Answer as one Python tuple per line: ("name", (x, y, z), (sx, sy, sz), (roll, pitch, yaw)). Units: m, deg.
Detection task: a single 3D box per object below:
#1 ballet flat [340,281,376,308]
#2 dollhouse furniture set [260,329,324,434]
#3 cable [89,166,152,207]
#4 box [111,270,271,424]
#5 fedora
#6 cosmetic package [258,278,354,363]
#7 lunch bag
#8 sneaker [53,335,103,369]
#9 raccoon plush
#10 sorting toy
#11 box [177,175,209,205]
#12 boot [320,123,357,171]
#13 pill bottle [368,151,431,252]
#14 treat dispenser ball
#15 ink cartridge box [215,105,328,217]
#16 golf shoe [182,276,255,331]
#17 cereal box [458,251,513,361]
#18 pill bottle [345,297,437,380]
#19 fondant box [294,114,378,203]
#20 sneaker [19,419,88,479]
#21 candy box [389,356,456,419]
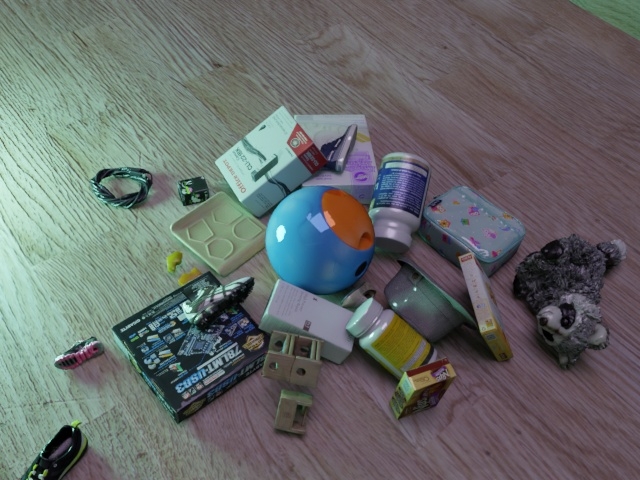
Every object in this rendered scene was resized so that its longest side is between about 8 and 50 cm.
("ballet flat", (0.107, 0.148, 1.652), (0.052, 0.057, 0.168), (39, 27, 11))
("dollhouse furniture set", (-0.076, 0.327, 1.469), (0.129, 0.183, 0.129), (13, 15, -1))
("cable", (-0.605, -0.161, 1.895), (0.184, 0.047, 0.150), (7, 55, -2))
("box", (-0.310, 0.251, 1.553), (0.295, 0.073, 0.293), (-32, 60, -28))
("fedora", (0.260, 0.167, 1.604), (0.124, 0.244, 0.275), (-43, 54, 0))
("cosmetic package", (-0.026, 0.203, 1.571), (0.231, 0.085, 0.117), (23, 49, -6))
("lunch bag", (0.438, -0.038, 1.837), (0.224, 0.108, 0.279), (-33, 60, -28))
("sneaker", (-0.594, 0.271, 1.536), (0.119, 0.047, 0.057), (-24, 41, -27))
("raccoon plush", (0.731, 0.143, 1.664), (0.446, 0.216, 0.299), (-15, 61, -17))
("sorting toy", (-0.313, 0.007, 1.783), (0.229, 0.041, 0.307), (39, 57, 19))
("box", (-0.382, -0.150, 1.894), (0.083, 0.052, 0.062), (-14, 54, -17))
("boot", (0.052, -0.293, 1.918), (0.086, 0.069, 0.190), (13, 52, 12))
("pill bottle", (0.223, -0.106, 1.809), (0.153, 0.153, 0.264), (13, 71, 6))
("treat dispenser ball", (0.000, 0.000, 1.651), (0.288, 0.288, 0.288), (3, 50, -3))
("ink cartridge box", (-0.149, -0.232, 1.864), (0.273, 0.114, 0.197), (-39, 56, 5))
("golf shoe", (-0.253, 0.135, 1.566), (0.094, 0.077, 0.198), (39, 54, 25))
("cereal box", (0.427, 0.170, 1.626), (0.047, 0.173, 0.240), (-22, 49, 19))
("pill bottle", (0.170, 0.243, 1.525), (0.208, 0.119, 0.119), (42, 55, -5))
("fondant box", (0.045, -0.261, 1.999), (0.238, 0.096, 0.330), (-2, 52, -7))
("sneaker", (-0.586, 0.481, 1.320), (0.084, 0.097, 0.234), (21, 52, 12))
("candy box", (0.232, 0.344, 1.449), (0.109, 0.186, 0.053), (-14, 56, -17))
